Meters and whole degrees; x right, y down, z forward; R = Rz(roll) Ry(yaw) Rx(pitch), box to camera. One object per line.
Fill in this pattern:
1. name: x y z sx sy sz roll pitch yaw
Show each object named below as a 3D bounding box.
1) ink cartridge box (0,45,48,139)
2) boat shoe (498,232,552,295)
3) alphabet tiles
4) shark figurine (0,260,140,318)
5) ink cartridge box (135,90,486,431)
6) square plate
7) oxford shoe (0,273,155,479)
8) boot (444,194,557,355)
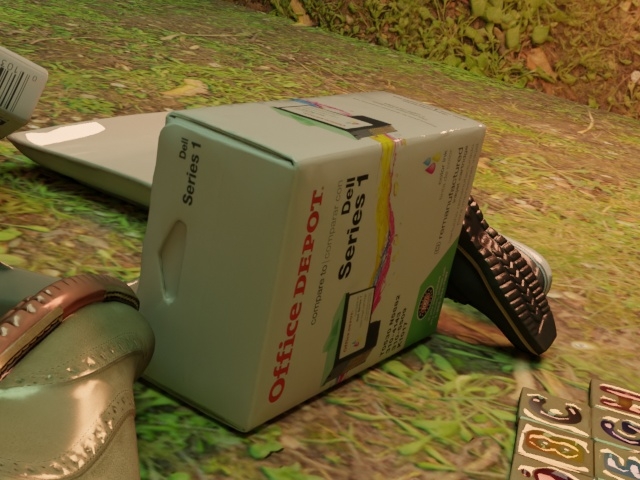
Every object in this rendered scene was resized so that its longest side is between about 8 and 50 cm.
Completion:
1. ink cartridge box: -0.481 -0.190 0.955 0.324 0.072 0.330 26 -18 -28
2. boat shoe: 0.128 0.010 0.975 0.228 0.080 0.076 31 24 27
3. alphabet tiles: 0.304 0.190 0.653 0.342 0.011 0.285 15 20 11
4. shark figurine: -0.228 0.017 0.692 0.278 0.116 0.166 1 23 -22
5. ink cartridge box: 0.000 0.000 0.725 0.117 0.202 0.278 23 23 30
6. square plate: -0.130 -0.084 1.121 0.347 0.049 0.344 21 21 25
7. oxford shoe: -0.149 0.127 0.459 0.146 0.140 0.397 43 15 -3
8. boot: 0.117 0.043 0.880 0.198 0.137 0.077 56 34 6
